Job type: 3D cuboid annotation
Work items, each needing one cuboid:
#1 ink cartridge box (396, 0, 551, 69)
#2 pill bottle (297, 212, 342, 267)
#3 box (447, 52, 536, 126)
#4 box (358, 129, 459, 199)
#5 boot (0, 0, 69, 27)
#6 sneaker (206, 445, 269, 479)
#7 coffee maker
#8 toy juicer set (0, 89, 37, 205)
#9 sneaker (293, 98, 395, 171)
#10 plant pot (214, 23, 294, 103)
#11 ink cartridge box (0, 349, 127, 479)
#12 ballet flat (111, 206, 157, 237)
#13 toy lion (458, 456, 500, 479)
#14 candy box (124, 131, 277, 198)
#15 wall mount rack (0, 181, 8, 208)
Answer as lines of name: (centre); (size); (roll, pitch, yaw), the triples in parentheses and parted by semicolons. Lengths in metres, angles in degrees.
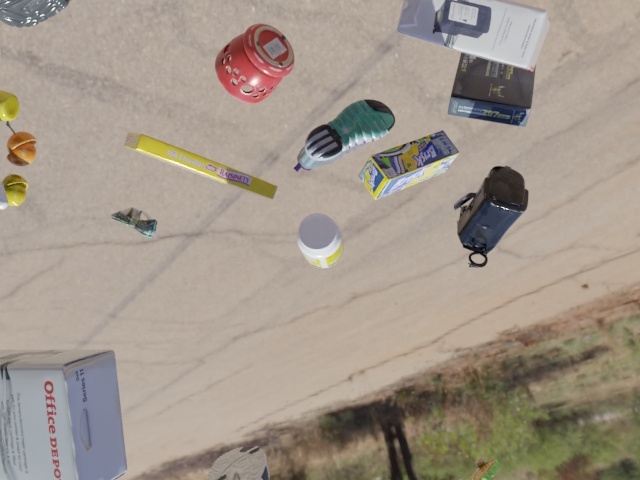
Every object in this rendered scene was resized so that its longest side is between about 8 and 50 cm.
ink cartridge box: (0.274, -0.382, 1.196); (0.237, 0.100, 0.172); (21, -162, 16)
pill bottle: (0.000, 0.000, 1.811); (0.119, 0.119, 0.208); (-14, 167, 1)
box: (0.411, -0.373, 1.603); (0.183, 0.233, 0.059); (12, 139, 10)
box: (0.148, -0.127, 1.120); (0.169, 0.054, 0.059); (-22, 159, -32)
boot: (-0.359, -0.476, 1.007); (0.338, 0.223, 0.118); (-15, 156, 4)
sneaker: (-0.097, 0.413, 0.965); (0.094, 0.153, 0.235); (-15, -162, -13)
coffee maker: (0.396, -0.054, 1.537); (0.120, 0.171, 0.178); (-4, 151, -14)
toy juicer set: (-0.652, -0.114, 1.280); (0.089, 0.329, 0.209); (8, 149, 9)
sneaker: (0.042, -0.199, 1.279); (0.223, 0.083, 0.098); (-28, 174, -34)
plant pot: (-0.185, -0.520, 1.950); (0.191, 0.191, 0.174); (3, 157, -38)
ink cartridge box: (-0.335, 0.206, 0.775); (0.208, 0.153, 0.087); (-4, -177, 23)
ballet flat: (-0.554, -0.065, 2.020); (0.188, 0.070, 0.070); (22, 178, 31)
toy lion: (0.327, 0.487, 1.385); (0.100, 0.034, 0.096); (-45, 172, -5)
candy box: (-0.171, -0.107, 0.962); (0.206, 0.027, 0.105); (19, 179, -26)
wall mount rack: (-0.582, -0.160, 0.886); (0.350, 0.130, 0.304); (-19, 126, -3)
